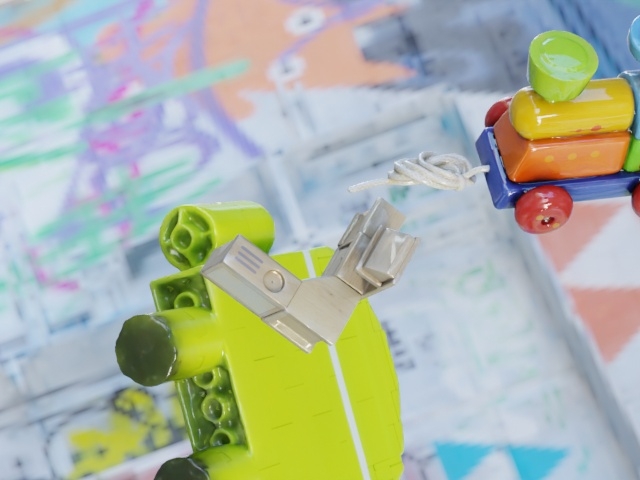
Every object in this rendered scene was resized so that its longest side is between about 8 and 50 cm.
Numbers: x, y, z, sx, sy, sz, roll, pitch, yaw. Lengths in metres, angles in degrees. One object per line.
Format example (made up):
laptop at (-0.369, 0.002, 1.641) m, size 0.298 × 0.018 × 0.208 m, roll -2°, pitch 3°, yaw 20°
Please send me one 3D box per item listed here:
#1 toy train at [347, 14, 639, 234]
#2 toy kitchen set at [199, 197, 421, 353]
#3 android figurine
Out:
toy train at (0.148, -0.084, 1.254) m, size 0.143 × 0.248 × 0.105 m, roll 99°, pitch -18°, yaw -52°
toy kitchen set at (0.000, 0.000, 0.934) m, size 0.075 × 0.083 × 0.068 m, roll 37°, pitch -25°, yaw -14°
android figurine at (-0.026, 0.093, 1.135) m, size 0.273 × 0.056 × 0.248 m, roll -11°, pitch 84°, yaw -63°
